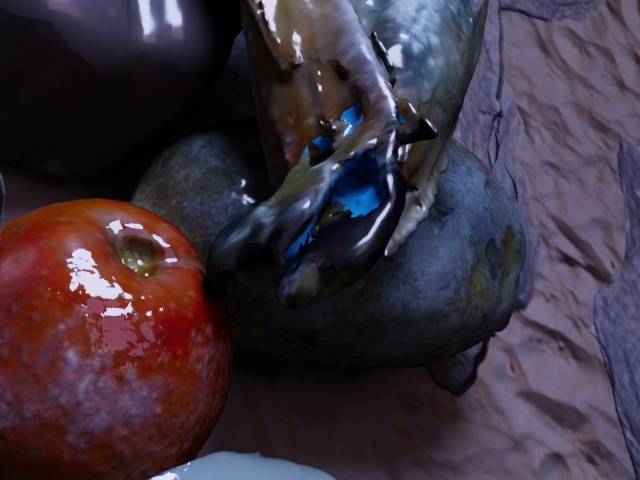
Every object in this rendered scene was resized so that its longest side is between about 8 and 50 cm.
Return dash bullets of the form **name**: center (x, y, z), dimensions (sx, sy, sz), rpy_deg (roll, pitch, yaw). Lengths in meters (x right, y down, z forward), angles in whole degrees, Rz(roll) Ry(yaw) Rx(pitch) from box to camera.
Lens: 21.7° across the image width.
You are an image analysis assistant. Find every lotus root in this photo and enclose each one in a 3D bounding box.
- **lotus root**: center (0.001, -0.002, 1.070), dimensions (0.349, 0.175, 0.175), rpy_deg (4, 62, -43)

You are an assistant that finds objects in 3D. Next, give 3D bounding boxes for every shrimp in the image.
- **shrimp**: center (0.010, -0.132, 0.984), dimensions (0.221, 0.110, 0.446), rpy_deg (38, 36, -25)

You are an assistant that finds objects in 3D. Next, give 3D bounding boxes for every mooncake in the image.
- **mooncake**: center (-0.176, -0.189, 1.020), dimensions (0.306, 0.154, 0.306), rpy_deg (24, 50, -32)

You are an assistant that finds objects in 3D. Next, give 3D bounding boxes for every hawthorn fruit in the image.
- **hawthorn fruit**: center (-0.127, 0.063, 0.872), dimensions (0.173, 0.173, 0.173), rpy_deg (27, 47, -33)

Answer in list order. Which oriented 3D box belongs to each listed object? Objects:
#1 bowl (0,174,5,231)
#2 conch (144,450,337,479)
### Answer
- **bowl**: center (-0.257, 0.079, 0.652), dimensions (0.163, 0.307, 0.307), rpy_deg (22, 42, 2)
- **conch**: center (-0.061, 0.193, 0.863), dimensions (0.221, 0.121, 0.185), rpy_deg (-24, 118, -41)
